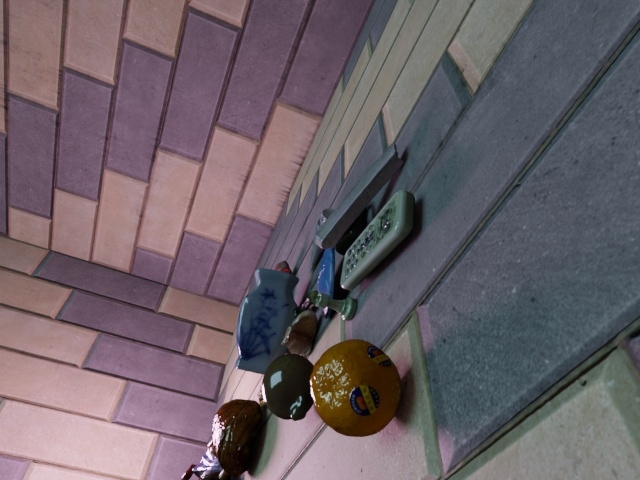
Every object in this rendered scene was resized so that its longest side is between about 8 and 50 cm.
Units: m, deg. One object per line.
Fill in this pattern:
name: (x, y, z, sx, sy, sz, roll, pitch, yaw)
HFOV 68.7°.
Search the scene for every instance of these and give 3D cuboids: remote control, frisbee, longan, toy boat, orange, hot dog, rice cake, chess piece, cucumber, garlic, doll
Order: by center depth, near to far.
orange: (0.067, 0.275, 0.879, 0.178, 0.155, 0.177, -1, 89, 37)
remote control: (0.141, 0.012, 1.179, 0.335, 0.066, 0.127, 126, 162, -53)
chess piece: (0.040, 0.176, 1.280, 0.067, 0.103, 0.067, -161, 90, -78)
longan: (-0.081, 0.418, 1.322, 0.184, 0.159, 0.204, -65, 27, 24)
rice cake: (0.110, -0.119, 1.334, 0.365, 0.056, 0.072, -50, 25, 10)
frisbee: (0.014, 0.122, 1.470, 0.242, 0.045, 0.241, -176, 90, -88)
garlic: (-0.060, 0.314, 1.567, 0.174, 0.099, 0.124, -64, -6, 13)
cucumber: (-0.047, 0.239, 1.685, 0.187, 0.058, 0.058, 127, 158, -57)
hot dog: (-0.337, 0.776, 1.880, 0.387, 0.175, 0.266, 157, 128, -72)
doll: (-0.478, 1.029, 1.989, 0.340, 0.209, 0.317, 169, 111, -74)
toy boat: (-0.175, 0.247, 2.226, 0.282, 0.096, 0.206, -110, 32, -52)

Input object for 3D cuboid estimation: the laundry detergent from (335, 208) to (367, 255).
laundry detergent: (0.104, -0.066, 1.447, 0.144, 0.078, 0.221, 125, 163, -46)

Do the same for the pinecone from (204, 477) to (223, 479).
pinecone: (-0.395, 0.984, 1.631, 0.298, 0.242, 0.295, -101, 30, -78)

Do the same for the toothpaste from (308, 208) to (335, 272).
toothpaste: (0.000, 0.000, 1.840, 0.299, 0.073, 0.113, 111, 169, -46)

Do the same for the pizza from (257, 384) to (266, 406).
pizza: (-0.223, 0.610, 1.911, 0.175, 0.046, 0.134, 126, 159, -55)

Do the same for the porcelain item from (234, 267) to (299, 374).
porcelain item: (-0.214, 0.327, 1.876, 0.178, 0.243, 0.404, 72, -152, -73)
